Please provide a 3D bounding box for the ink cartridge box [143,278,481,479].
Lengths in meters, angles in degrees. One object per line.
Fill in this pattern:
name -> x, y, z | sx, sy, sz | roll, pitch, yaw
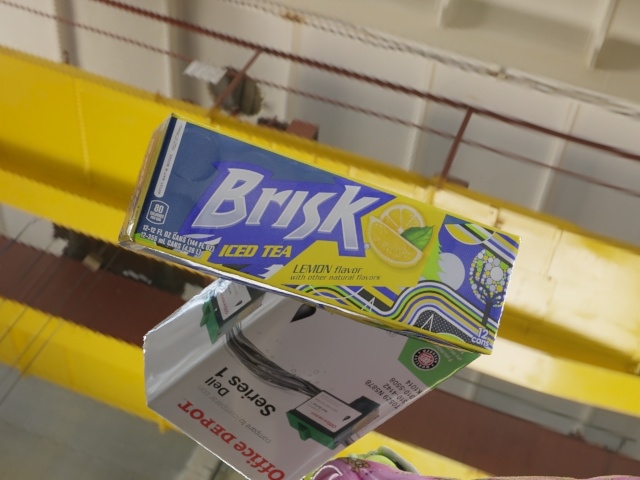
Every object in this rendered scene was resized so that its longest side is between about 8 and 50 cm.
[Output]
ink cartridge box -> -0.011, 0.085, 0.789 | 0.219, 0.092, 0.160 | -38, -58, 14

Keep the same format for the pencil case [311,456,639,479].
pencil case -> 0.174, 0.237, 0.716 | 0.386, 0.167, 0.160 | 3, -12, -20

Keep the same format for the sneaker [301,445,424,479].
sneaker -> 0.059, 0.317, 1.226 | 0.384, 0.145, 0.147 | 10, -74, 56

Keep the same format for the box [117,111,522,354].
box -> 0.000, 0.000, 0.441 | 0.169, 0.059, 0.054 | 18, -7, -16
